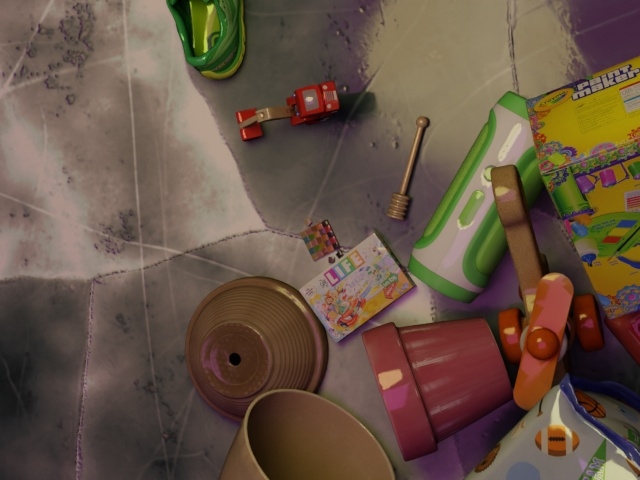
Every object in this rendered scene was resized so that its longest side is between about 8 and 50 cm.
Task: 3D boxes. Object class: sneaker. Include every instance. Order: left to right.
[{"bbox_3d":[-0.174,-0.400,1.772,0.109,0.123,0.295,-6,91,18],"label":"sneaker"}]

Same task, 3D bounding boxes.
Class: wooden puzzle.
[{"bbox_3d":[0.000,0.000,1.802,0.049,0.006,0.083,-27,85,17],"label":"wooden puzzle"}]

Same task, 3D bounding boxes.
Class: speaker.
[{"bbox_3d":[0.244,-0.062,1.657,0.131,0.131,0.296,31,102,13],"label":"speaker"}]

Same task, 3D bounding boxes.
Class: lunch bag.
[{"bbox_3d":[0.336,0.360,1.530,0.328,0.385,0.239,-48,59,15],"label":"lunch bag"}]

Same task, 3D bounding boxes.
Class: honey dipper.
[{"bbox_3d":[0.136,-0.111,1.742,0.030,0.030,0.160,18,96,16],"label":"honey dipper"}]

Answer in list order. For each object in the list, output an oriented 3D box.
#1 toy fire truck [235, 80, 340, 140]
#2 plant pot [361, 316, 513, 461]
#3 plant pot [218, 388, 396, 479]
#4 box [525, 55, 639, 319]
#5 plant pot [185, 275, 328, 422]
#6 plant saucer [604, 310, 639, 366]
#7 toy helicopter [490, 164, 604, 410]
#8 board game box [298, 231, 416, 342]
[{"bbox_3d":[-0.052,-0.195,1.739,0.135,0.192,0.047,-13,90,-11],"label":"toy fire truck"},{"bbox_3d":[0.175,0.200,1.673,0.180,0.201,0.201,-19,87,2],"label":"plant pot"},{"bbox_3d":[-0.062,0.411,1.744,0.256,0.256,0.274,40,120,11],"label":"plant pot"},{"bbox_3d":[0.459,-0.086,1.498,0.290,0.177,0.279,-20,126,17],"label":"box"},{"bbox_3d":[-0.115,0.177,1.796,0.237,0.110,0.237,1,92,17],"label":"plant pot"},{"bbox_3d":[0.578,0.136,1.610,0.259,0.048,0.258,-40,82,15],"label":"plant saucer"},{"bbox_3d":[0.285,0.067,1.550,0.140,0.235,0.355,-12,116,18],"label":"toy helicopter"},{"bbox_3d":[0.057,0.073,1.778,0.154,0.026,0.103,-38,82,16],"label":"board game box"}]
